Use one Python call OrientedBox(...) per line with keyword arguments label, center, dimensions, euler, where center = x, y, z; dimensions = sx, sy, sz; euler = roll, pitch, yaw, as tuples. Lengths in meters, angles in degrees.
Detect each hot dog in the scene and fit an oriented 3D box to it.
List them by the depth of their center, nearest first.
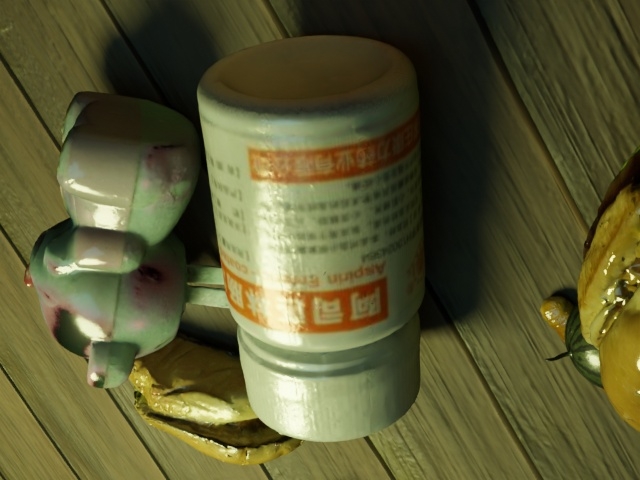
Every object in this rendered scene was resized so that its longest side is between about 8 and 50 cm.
OrientedBox(label="hot dog", center=(0.278, 0.111, 1.029), dimensions=(0.044, 0.028, 0.137), euler=(-35, 95, 34))

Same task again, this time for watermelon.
OrientedBox(label="watermelon", center=(0.278, 0.097, 0.958), dimensions=(0.133, 0.105, 0.105), euler=(-12, 116, -2))

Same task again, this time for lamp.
OrientedBox(label="lamp", center=(-0.211, -0.002, 1.169), dimensions=(0.247, 0.247, 0.301), euler=(5, 116, -17))

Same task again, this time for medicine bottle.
OrientedBox(label="medicine bottle", center=(0.000, 0.000, 1.011), dimensions=(0.211, 0.211, 0.371), euler=(11, 123, 26))

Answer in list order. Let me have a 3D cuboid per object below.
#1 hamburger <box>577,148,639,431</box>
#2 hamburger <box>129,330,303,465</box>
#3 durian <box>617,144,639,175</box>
OrientedBox(label="hamburger", center=(0.345, 0.036, 0.729), dimensions=(0.305, 0.174, 0.284), euler=(-11, 143, 6))
OrientedBox(label="hamburger", center=(-0.146, 0.213, 1.291), dimensions=(0.262, 0.131, 0.124), euler=(15, 125, 30))
OrientedBox(label="durian", center=(0.330, -0.046, 0.855), dimensions=(0.139, 0.101, 0.250), euler=(8, 130, -19))
